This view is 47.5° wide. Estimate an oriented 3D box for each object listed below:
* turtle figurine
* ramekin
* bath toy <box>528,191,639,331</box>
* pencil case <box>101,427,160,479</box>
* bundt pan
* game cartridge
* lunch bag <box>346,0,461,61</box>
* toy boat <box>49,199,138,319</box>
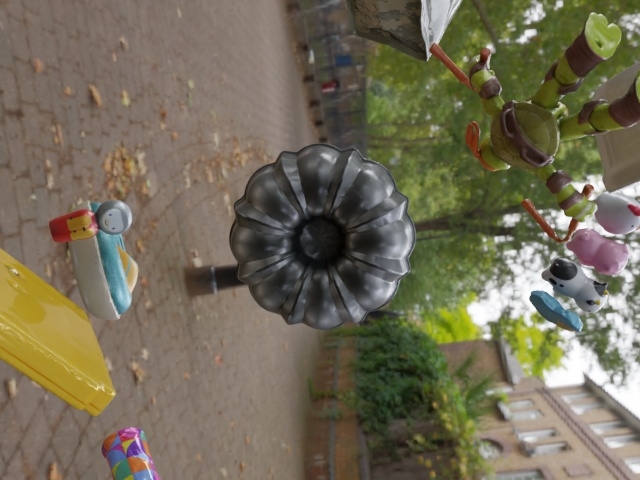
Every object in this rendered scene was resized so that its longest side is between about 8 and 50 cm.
[{"bbox_3d":[0.221,-0.132,0.751,0.270,0.087,0.217,59,-35,6],"label":"turtle figurine"},{"bbox_3d":[0.452,-0.161,0.864,0.273,0.272,0.127,58,12,-84],"label":"ramekin"},{"bbox_3d":[0.634,0.042,1.665,0.151,0.348,0.129,38,-8,-12],"label":"bath toy"},{"bbox_3d":[-0.369,0.491,1.462,0.104,0.104,0.236,80,-17,-44],"label":"pencil case"},{"bbox_3d":[0.000,0.000,1.216,0.124,0.330,0.331,-63,145,-84],"label":"bundt pan"},{"bbox_3d":[-0.397,0.075,0.908,0.285,0.053,0.323,44,-6,-26],"label":"game cartridge"},{"bbox_3d":[0.143,-0.456,1.088,0.235,0.168,0.287,-59,161,-14],"label":"lunch bag"},{"bbox_3d":[-0.440,0.016,1.485,0.318,0.148,0.268,103,-30,-67],"label":"toy boat"}]
